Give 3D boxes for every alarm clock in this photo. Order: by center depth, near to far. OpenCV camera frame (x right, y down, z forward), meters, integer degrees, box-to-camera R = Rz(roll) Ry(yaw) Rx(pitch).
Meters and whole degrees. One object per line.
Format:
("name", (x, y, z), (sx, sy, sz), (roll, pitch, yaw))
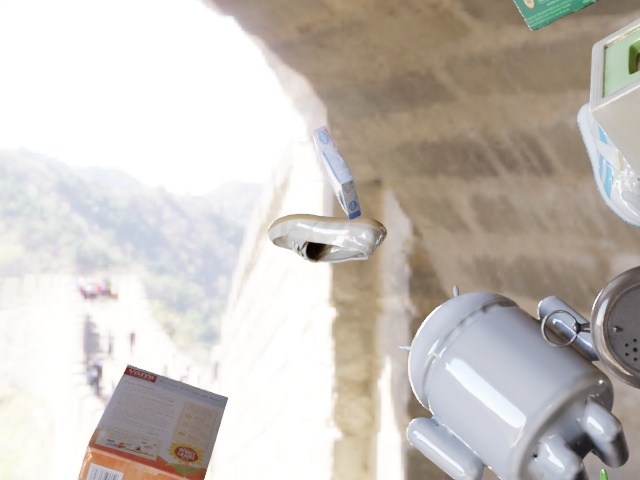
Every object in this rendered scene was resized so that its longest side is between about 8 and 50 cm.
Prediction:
("alarm clock", (0.323, 0.090, 1.170), (0.192, 0.129, 0.064), (-3, -2, 20))

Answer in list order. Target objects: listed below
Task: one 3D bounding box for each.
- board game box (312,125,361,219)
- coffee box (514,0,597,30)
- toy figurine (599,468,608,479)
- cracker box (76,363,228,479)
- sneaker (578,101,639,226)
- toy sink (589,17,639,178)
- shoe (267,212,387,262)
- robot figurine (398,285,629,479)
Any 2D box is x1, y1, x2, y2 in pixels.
("board game box", (0.021, -0.085, 1.437), (0.020, 0.090, 0.090), (-24, -30, -5))
("coffee box", (0.187, -0.289, 1.034), (0.040, 0.184, 0.113), (-36, 8, -18))
("toy figurine", (0.574, 0.490, 2.012), (0.159, 0.173, 0.130), (1, 14, 7))
("cracker box", (-0.220, 0.267, 1.537), (0.156, 0.067, 0.232), (19, 21, -3))
("sneaker", (0.470, -0.127, 1.739), (0.087, 0.228, 0.092), (-15, -15, -23))
("toy sink", (0.426, -0.194, 1.246), (0.234, 0.131, 0.153), (-27, 28, 33))
("shoe", (0.000, 0.000, 1.757), (0.219, 0.058, 0.076), (-1, -33, 39))
("robot figurine", (0.261, 0.205, 1.582), (0.353, 0.300, 0.200), (42, -14, 38))
